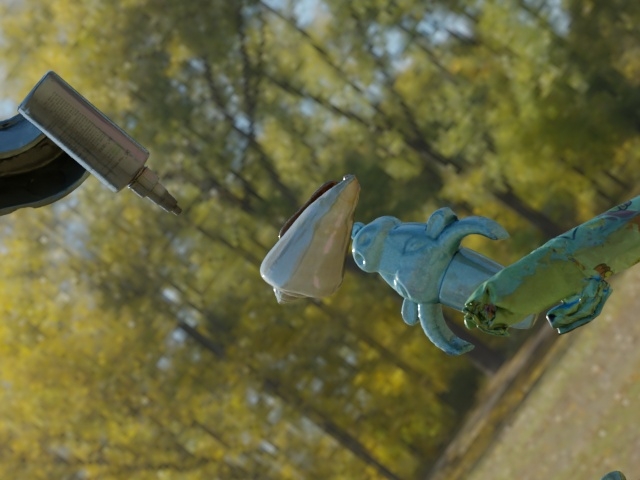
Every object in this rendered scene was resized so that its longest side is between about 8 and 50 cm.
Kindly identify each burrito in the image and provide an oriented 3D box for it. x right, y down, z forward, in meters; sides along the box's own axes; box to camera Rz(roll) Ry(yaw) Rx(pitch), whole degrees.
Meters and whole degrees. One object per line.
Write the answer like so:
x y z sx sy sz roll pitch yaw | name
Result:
0.299 0.041 1.781 0.288 0.104 0.054 -27 -9 -12 | burrito

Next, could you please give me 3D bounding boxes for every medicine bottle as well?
-0.220 -0.092 1.601 0.057 0.199 0.057 -47 13 14 | medicine bottle

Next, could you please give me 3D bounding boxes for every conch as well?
-0.011 -0.005 1.739 0.104 0.094 0.176 -41 -34 -63 | conch

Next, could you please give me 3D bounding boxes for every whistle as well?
0.156 0.038 1.985 0.093 0.274 0.186 -31 -40 -57 | whistle

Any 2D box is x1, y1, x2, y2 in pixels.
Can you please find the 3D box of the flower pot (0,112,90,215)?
-0.400 -0.094 1.945 0.229 0.103 0.108 -25 31 -7 | flower pot

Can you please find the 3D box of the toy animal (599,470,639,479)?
0.464 0.371 2.198 0.103 0.101 0.219 16 -52 -35 | toy animal
